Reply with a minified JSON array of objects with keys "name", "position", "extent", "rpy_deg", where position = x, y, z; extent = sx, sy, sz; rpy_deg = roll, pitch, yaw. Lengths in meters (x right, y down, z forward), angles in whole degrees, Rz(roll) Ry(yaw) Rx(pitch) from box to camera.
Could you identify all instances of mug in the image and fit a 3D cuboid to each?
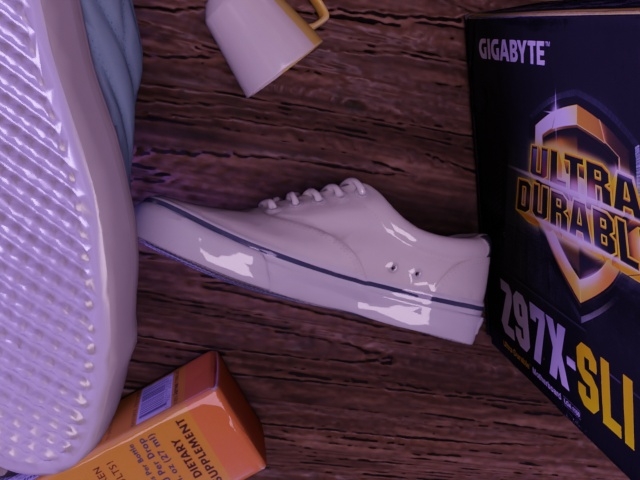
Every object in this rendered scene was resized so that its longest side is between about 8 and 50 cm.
[{"name":"mug","position":[-0.039,-0.140,0.522],"extent":[0.062,0.078,0.064],"rpy_deg":[-31,101,34]}]

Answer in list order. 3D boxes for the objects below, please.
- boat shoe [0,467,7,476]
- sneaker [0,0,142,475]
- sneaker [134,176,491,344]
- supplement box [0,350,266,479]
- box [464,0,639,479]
[{"name":"boat shoe","position":[-0.329,0.132,0.542],"extent":[0.233,0.084,0.079],"rpy_deg":[-6,68,-1]},{"name":"sneaker","position":[-0.148,-0.059,0.459],"extent":[0.135,0.150,0.365],"rpy_deg":[0,97,18]},{"name":"sneaker","position":[0.000,0.000,0.554],"extent":[0.258,0.094,0.091],"rpy_deg":[16,84,-18]},{"name":"supplement box","position":[-0.159,0.174,0.570],"extent":[0.233,0.080,0.078],"rpy_deg":[-28,106,1]},{"name":"box","position":[0.180,-0.005,0.451],"extent":[0.079,0.322,0.257],"rpy_deg":[-12,108,-8]}]
